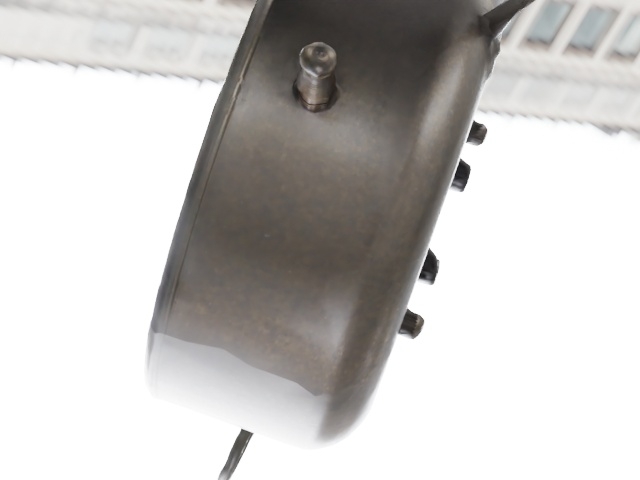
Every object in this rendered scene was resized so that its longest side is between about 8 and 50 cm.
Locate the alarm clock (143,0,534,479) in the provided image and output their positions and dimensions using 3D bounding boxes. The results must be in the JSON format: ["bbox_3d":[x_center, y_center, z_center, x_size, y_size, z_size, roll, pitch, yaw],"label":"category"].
[{"bbox_3d":[0.000,0.000,0.465,0.064,0.192,0.129,21,-137,1],"label":"alarm clock"}]
